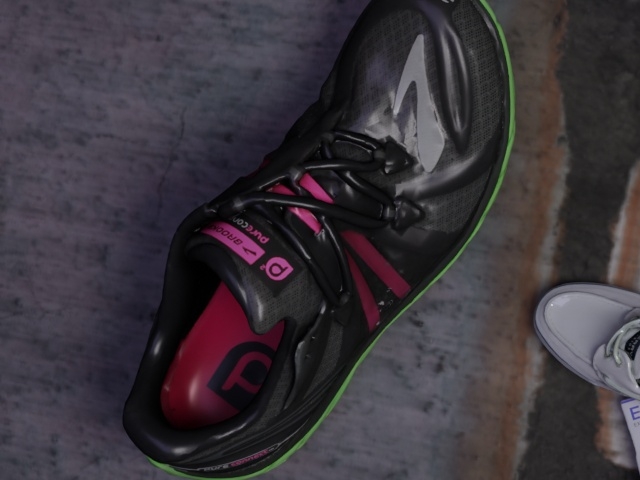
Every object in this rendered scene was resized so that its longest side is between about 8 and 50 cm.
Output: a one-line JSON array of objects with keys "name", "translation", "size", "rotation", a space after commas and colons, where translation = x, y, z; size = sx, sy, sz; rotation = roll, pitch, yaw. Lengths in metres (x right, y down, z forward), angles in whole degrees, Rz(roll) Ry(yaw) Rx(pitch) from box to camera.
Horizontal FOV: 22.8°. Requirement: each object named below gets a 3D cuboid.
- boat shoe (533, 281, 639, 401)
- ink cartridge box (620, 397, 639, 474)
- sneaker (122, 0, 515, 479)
[{"name": "boat shoe", "translation": [0.260, 0.086, 1.232], "size": [0.226, 0.076, 0.083], "rotation": [24, 84, 31]}, {"name": "ink cartridge box", "translation": [0.357, 0.192, 1.216], "size": [0.206, 0.045, 0.208], "rotation": [-20, 66, 19]}, {"name": "sneaker", "translation": [0.000, 0.000, 1.286], "size": [0.185, 0.202, 0.482], "rotation": [31, 99, 19]}]
